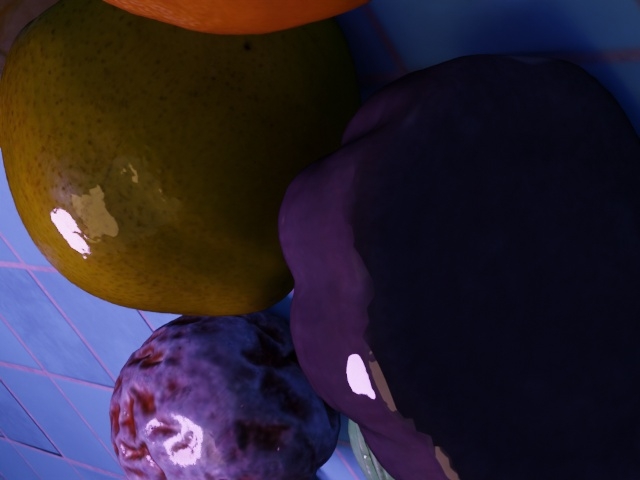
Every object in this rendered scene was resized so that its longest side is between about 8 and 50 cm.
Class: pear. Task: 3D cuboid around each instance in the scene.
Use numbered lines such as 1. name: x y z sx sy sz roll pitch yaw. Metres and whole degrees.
1. pear: -0.107 -0.086 1.060 0.294 0.294 0.294 33 151 21

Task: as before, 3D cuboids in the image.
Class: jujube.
1. jujube: -0.111 0.198 1.527 0.246 0.215 0.308 40 152 5

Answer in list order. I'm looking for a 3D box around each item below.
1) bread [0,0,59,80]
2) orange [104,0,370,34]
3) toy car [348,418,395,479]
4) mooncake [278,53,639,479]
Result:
1. bread: -0.254 -0.166 1.249 0.250 0.179 0.133 34 145 -1
2. orange: -0.043 -0.259 0.695 0.312 0.312 0.312 33 151 21
3. toy car: 0.111 0.144 1.153 0.213 0.176 0.358 11 140 25
4. mooncake: 0.116 0.032 0.921 0.306 0.306 0.154 50 158 -13
